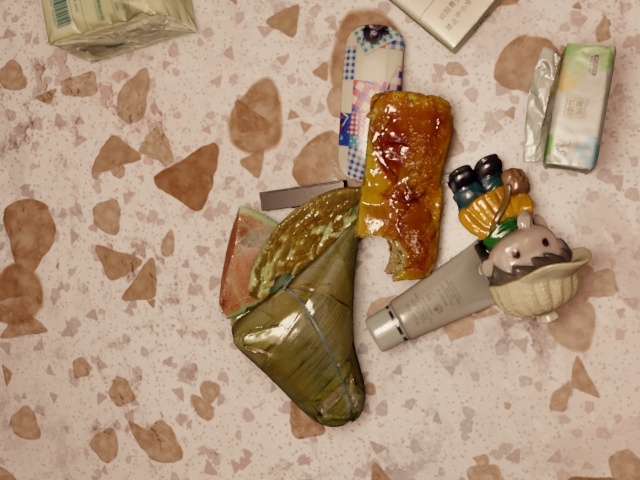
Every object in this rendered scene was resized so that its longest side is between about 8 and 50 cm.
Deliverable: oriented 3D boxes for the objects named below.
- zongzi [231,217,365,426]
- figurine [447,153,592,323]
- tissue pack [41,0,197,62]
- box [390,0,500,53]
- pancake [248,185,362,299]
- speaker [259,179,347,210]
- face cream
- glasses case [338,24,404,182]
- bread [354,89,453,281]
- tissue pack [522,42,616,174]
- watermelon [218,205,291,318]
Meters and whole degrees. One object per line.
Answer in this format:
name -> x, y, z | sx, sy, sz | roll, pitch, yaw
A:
zongzi -> 0.041, 0.178, 1.599 | 0.360, 0.160, 0.323 | -46, 109, -8
figurine -> 0.379, 0.001, 1.513 | 0.185, 0.204, 0.332 | -25, 58, -9
tissue pack -> -0.458, -0.617, 1.674 | 0.297, 0.207, 0.381 | -8, 89, 17
box -> 0.230, -0.527, 1.565 | 0.259, 0.071, 0.168 | 43, 101, 10
pancake -> -0.002, -0.003, 1.621 | 0.376, 0.054, 0.197 | -32, 122, -1
speaker -> -0.036, -0.096, 1.667 | 0.191, 0.040, 0.046 | -7, 92, 15
face cream -> 0.244, 0.123, 1.583 | 0.314, 0.089, 0.143 | -30, 83, 6
glasses case -> 0.105, -0.284, 1.603 | 0.125, 0.076, 0.328 | 5, 93, 12
bread -> 0.161, -0.106, 1.536 | 0.185, 0.109, 0.381 | 1, 100, -22
tissue pack -> 0.469, -0.252, 1.467 | 0.145, 0.159, 0.230 | 10, 95, 15
watermelon -> -0.134, 0.054, 1.678 | 0.146, 0.128, 0.231 | 11, 110, -13
